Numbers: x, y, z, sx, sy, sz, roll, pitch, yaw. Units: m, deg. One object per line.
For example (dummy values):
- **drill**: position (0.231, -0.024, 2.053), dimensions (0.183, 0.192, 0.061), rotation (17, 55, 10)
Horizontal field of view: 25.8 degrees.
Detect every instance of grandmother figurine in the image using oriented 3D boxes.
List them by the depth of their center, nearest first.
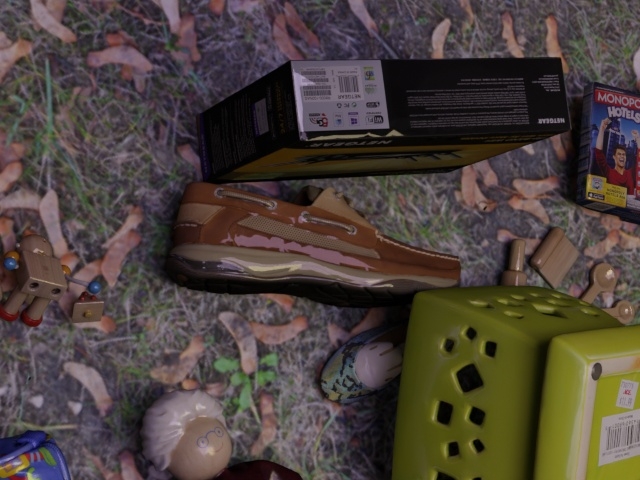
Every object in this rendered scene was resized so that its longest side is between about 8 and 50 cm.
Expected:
- **grandmother figurine**: position (-0.060, 0.293, 1.366), dimensions (0.342, 0.104, 0.208), rotation (56, 34, 2)

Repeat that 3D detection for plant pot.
- **plant pot**: position (0.230, 0.174, 1.439), dimensions (0.228, 0.207, 0.227), rotation (-1, 99, -45)

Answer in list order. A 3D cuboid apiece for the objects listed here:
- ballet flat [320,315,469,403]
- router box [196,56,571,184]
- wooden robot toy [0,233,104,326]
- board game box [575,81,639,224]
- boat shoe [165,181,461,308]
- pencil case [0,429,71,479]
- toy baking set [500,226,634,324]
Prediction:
- **ballet flat**: position (0.086, 0.118, 1.510), dimensions (0.188, 0.070, 0.070), rotation (-29, 96, -27)
- **router box**: position (0.059, -0.121, 1.432), dimensions (0.309, 0.243, 0.081), rotation (-4, 84, -26)
- **wooden robot toy**: position (-0.288, 0.028, 1.348), dimensions (0.173, 0.076, 0.079), rotation (19, 36, -36)
- **board game box**: position (0.391, -0.121, 1.699), dimensions (0.194, 0.060, 0.194), rotation (12, 76, -24)
- **boat shoe**: position (0.000, 0.000, 1.455), dimensions (0.324, 0.122, 0.120), rotation (8, 76, -26)
- **pencil case**: position (-0.238, 0.319, 1.286), dimensions (0.133, 0.119, 0.306), rotation (-26, 96, 6)
- **toy baking set**: position (0.285, 0.115, 1.627), dimensions (0.196, 0.030, 0.256), rotation (19, 74, -23)
